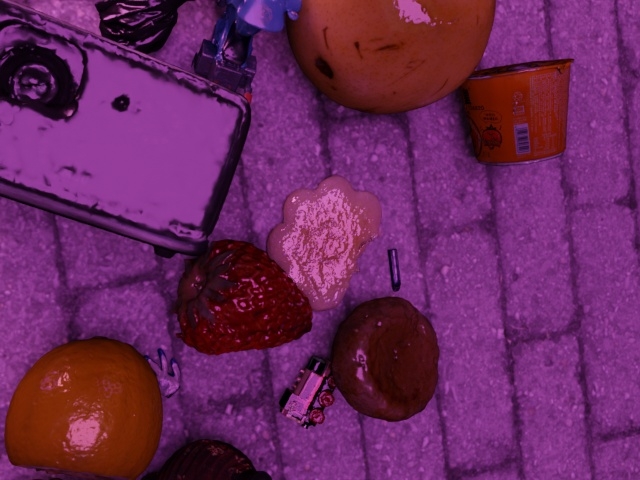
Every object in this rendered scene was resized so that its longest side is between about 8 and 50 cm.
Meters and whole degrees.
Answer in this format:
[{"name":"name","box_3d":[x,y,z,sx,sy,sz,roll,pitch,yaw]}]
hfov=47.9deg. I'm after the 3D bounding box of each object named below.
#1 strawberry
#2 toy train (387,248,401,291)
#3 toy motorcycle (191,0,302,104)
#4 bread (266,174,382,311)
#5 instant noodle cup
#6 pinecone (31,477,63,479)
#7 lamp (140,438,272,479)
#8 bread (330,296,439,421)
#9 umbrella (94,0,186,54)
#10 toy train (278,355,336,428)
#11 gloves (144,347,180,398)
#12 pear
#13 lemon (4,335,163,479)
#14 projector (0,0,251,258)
[{"name":"strawberry","box_3d":[-0.117,0.116,1.234,0.244,0.205,0.205,29,84,-36]},{"name":"toy train","box_3d":[0.143,0.058,1.381,0.017,0.017,0.083,-9,96,-14]},{"name":"toy motorcycle","box_3d":[-0.119,-0.349,1.158,0.123,0.182,0.272,14,133,-22]},{"name":"bread","box_3d":[0.000,0.000,1.327,0.182,0.039,0.251,29,85,-16]},{"name":"instant noodle cup","box_3d":[0.365,-0.239,1.341,0.215,0.216,0.172,-13,105,-15]},{"name":"pinecone","box_3d":[-0.433,0.494,1.122,0.243,0.257,0.243,3,101,15]},{"name":"lamp","box_3d":[-0.198,0.452,1.202,0.247,0.247,0.247,-1,93,-16]},{"name":"bread","box_3d":[0.113,0.216,1.308,0.230,0.123,0.230,11,73,-38]},{"name":"umbrella","box_3d":[-0.217,-0.418,1.154,0.340,0.118,0.118,-33,102,14]},{"name":"toy train","box_3d":[-0.014,0.275,1.331,0.087,0.050,0.138,30,84,-12]},{"name":"gloves","box_3d":[-0.279,0.232,1.267,0.064,0.026,0.086,-45,98,-11]},{"name":"pear","box_3d":[0.116,-0.380,1.202,0.348,0.348,0.348,-1,93,-16]},{"name":"lemon","box_3d":[-0.364,0.261,1.140,0.240,0.240,0.219,13,69,-16]},{"name":"projector","box_3d":[-0.331,-0.143,1.036,0.395,0.405,0.242,18,89,-17]}]
